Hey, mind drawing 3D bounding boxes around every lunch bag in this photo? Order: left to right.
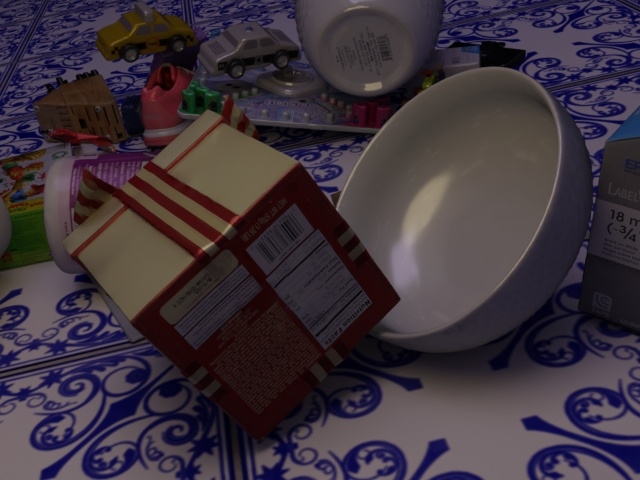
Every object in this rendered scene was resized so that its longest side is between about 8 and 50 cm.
[{"bbox_3d":[-0.364,-0.263,1.700,0.065,0.067,0.098,-8,29,4],"label":"lunch bag"}]

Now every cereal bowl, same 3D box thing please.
[{"bbox_3d":[0.171,-0.021,0.961,0.339,0.141,0.338,-30,44,34],"label":"cereal bowl"}]

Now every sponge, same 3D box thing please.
[{"bbox_3d":[-0.316,-0.363,1.753,0.117,0.031,0.210,-39,-3,-31],"label":"sponge"}]

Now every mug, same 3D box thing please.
[{"bbox_3d":[0.085,-0.452,1.460,0.277,0.374,0.328,1,41,5],"label":"mug"}]

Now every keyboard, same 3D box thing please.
[{"bbox_3d":[-0.273,0.069,1.171,0.072,0.014,0.256,-28,34,-17],"label":"keyboard"},{"bbox_3d":[0.339,-0.388,1.728,0.180,0.023,0.108,21,49,41],"label":"keyboard"}]

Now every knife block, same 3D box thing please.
[{"bbox_3d":[-0.483,-0.301,1.781,0.276,0.088,0.242,4,34,25],"label":"knife block"}]

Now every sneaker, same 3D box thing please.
[{"bbox_3d":[-0.277,-0.307,1.677,0.116,0.136,0.313,-2,31,14],"label":"sneaker"}]

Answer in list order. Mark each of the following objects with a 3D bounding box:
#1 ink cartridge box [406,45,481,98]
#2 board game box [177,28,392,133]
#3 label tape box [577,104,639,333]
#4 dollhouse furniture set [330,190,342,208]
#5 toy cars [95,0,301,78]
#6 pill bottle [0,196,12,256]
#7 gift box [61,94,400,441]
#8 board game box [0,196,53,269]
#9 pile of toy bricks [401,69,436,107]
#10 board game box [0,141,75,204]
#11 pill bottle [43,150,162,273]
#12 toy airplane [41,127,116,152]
[{"bbox_3d":[0.223,-0.330,1.626,0.182,0.061,0.104,-3,31,13],"label":"ink cartridge box"},{"bbox_3d":[-0.056,-0.324,1.633,0.390,0.050,0.390,5,31,0],"label":"board game box"},{"bbox_3d":[0.395,-0.096,0.900,0.106,0.333,0.241,22,43,31],"label":"label tape box"},{"bbox_3d":[0.000,0.000,1.152,0.182,0.101,0.161,-20,7,-15],"label":"dollhouse furniture set"},{"bbox_3d":[-0.235,-0.391,1.570,0.394,0.087,0.176,10,40,9],"label":"toy cars"},{"bbox_3d":[-0.576,0.063,1.069,0.224,0.224,0.392,-4,32,13],"label":"pill bottle"},{"bbox_3d":[-0.106,0.007,0.895,0.255,0.276,0.258,-41,34,-13],"label":"gift box"},{"bbox_3d":[-0.443,-0.015,1.284,0.182,0.092,0.043,-12,29,-1],"label":"board game box"},{"bbox_3d":[0.194,-0.245,1.450,0.118,0.105,0.212,-1,32,17],"label":"pile of toy bricks"},{"bbox_3d":[-0.520,-0.076,1.451,0.193,0.053,0.305,-17,31,-11],"label":"board game box"},{"bbox_3d":[-0.220,-0.044,1.173,0.302,0.169,0.169,-3,30,-3],"label":"pill bottle"},{"bbox_3d":[-0.472,-0.200,1.618,0.151,0.028,0.151,12,-3,1],"label":"toy airplane"}]
